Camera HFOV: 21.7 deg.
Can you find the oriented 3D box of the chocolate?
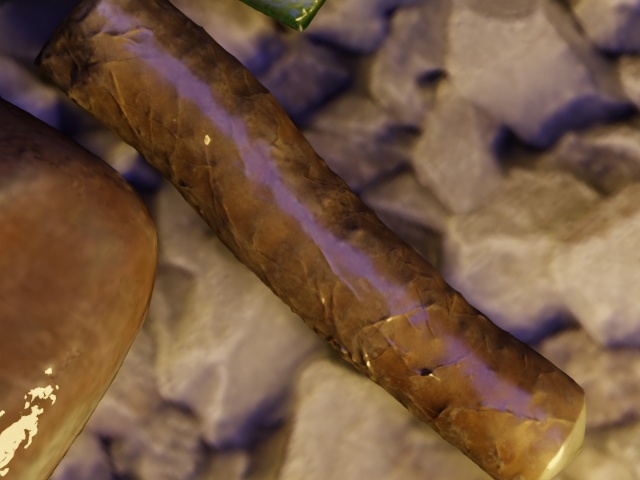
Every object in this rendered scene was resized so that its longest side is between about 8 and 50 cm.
[{"bbox_3d":[-0.172,0.053,0.683,0.161,0.083,0.261,29,78,-7],"label":"chocolate"}]

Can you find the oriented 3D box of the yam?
[{"bbox_3d":[0.000,0.000,0.732,0.299,0.066,0.066,44,78,-3],"label":"yam"}]

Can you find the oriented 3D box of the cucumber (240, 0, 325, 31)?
[{"bbox_3d":[-0.029,-0.167,0.747,0.115,0.062,0.116,24,97,-4],"label":"cucumber"}]
